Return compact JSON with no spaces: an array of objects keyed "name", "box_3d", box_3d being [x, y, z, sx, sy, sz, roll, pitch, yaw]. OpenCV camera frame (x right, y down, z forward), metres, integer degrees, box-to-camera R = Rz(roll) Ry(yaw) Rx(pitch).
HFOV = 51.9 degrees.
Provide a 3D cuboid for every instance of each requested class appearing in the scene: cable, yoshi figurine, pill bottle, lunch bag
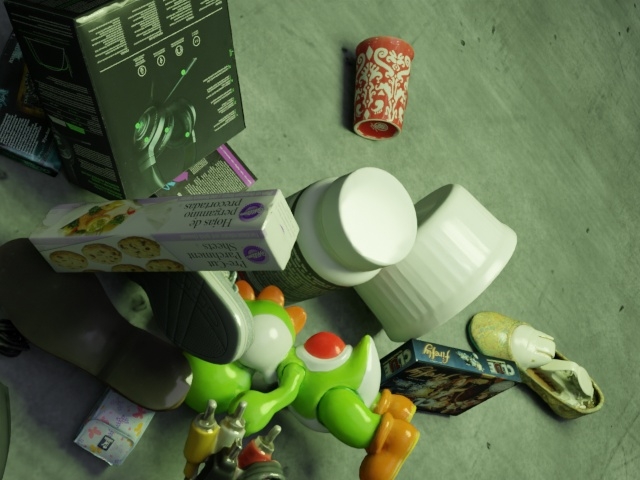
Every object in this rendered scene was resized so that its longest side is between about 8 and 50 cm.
[{"name":"cable","box_3d":[-0.151,0.328,0.826,0.140,0.287,0.072,30,18,-21]},{"name":"yoshi figurine","box_3d":[-0.054,0.218,0.930,0.362,0.203,0.203,34,50,2]},{"name":"pill bottle","box_3d":[0.000,0.000,0.977,0.161,0.283,0.161,11,71,-33]},{"name":"lunch bag","box_3d":[-0.269,0.243,0.859,0.071,0.053,0.083,39,61,-14]}]

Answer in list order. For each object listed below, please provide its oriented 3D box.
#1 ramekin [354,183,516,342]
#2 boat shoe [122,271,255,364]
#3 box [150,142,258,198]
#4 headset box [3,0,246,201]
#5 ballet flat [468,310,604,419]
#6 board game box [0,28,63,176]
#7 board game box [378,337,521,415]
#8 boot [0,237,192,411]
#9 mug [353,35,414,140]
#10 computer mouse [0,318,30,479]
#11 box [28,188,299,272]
[{"name":"ramekin","box_3d":[0.179,0.029,1.112,0.135,0.277,0.277,48,54,-6]},{"name":"boat shoe","box_3d":[-0.175,0.041,0.857,0.103,0.320,0.118,-7,120,-42]},{"name":"box","box_3d":[-0.188,-0.092,1.030,0.116,0.029,0.162,51,53,-12]},{"name":"headset box","box_3d":[-0.238,-0.216,0.886,0.246,0.131,0.283,-45,145,-37]},{"name":"ballet flat","box_3d":[0.452,0.249,1.337,0.348,0.123,0.123,40,57,-19]},{"name":"board game box","box_3d":[-0.396,-0.196,0.912,0.126,0.026,0.186,25,64,-27]},{"name":"board game box","box_3d":[0.198,0.239,1.123,0.243,0.165,0.042,16,48,-31]},{"name":"boot","box_3d":[-0.299,0.119,0.847,0.305,0.115,0.112,39,65,5]},{"name":"mug","box_3d":[0.132,-0.283,1.267,0.150,0.113,0.169,17,71,-29]},{"name":"computer mouse","box_3d":[-0.393,0.198,0.713,0.184,0.060,0.261,64,32,-64]},{"name":"box","box_3d":[-0.186,-0.007,0.750,0.067,0.324,0.063,66,33,-41]}]
